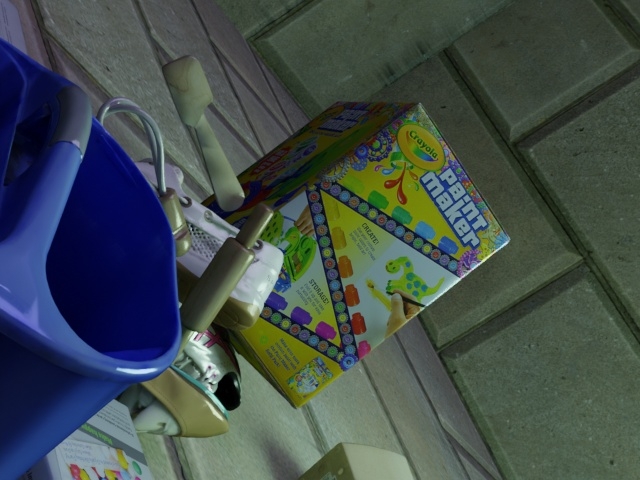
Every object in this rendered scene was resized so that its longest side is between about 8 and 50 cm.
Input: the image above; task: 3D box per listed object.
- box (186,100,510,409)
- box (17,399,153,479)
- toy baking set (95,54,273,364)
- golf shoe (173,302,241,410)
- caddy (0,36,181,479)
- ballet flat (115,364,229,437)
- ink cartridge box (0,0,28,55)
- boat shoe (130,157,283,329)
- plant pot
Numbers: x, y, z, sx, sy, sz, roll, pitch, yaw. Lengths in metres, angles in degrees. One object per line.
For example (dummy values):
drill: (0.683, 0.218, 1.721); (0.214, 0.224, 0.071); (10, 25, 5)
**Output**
box: (0.000, 0.000, 1.335); (0.177, 0.279, 0.290); (55, -9, -14)
box: (-0.159, 0.175, 0.853); (0.145, 0.038, 0.186); (45, 16, -53)
toy baking set: (-0.135, -0.012, 1.013); (0.196, 0.256, 0.030); (36, 3, -34)
golf shoe: (-0.123, 0.108, 1.195); (0.086, 0.067, 0.186); (61, 10, 30)
caddy: (-0.198, -0.017, 0.737); (0.241, 0.179, 0.341); (40, 15, -24)
ballet flat: (-0.163, 0.110, 0.996); (0.080, 0.073, 0.232); (0, -39, 45)
ink cartridge box: (-0.358, -0.223, 1.157); (0.224, 0.045, 0.223); (48, 12, -42)
boat shoe: (-0.159, -0.028, 1.123); (0.277, 0.096, 0.098); (34, -26, -8)
plant pot: (0.037, 0.285, 1.363); (0.096, 0.109, 0.109); (37, 18, -32)
